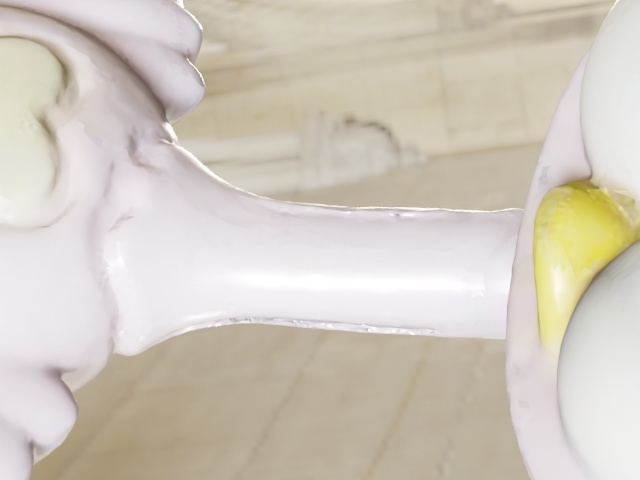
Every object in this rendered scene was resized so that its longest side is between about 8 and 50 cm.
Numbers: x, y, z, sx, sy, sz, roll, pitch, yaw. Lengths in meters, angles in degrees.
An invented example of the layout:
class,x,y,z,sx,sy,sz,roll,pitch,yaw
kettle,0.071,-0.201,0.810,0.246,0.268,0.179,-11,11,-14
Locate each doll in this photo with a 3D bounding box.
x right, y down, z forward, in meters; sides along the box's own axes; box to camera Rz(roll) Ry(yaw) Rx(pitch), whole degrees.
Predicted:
class,x,y,z,sx,sy,sz,roll,pitch,yaw
doll,0.000,0.001,0.388,0.094,0.365,0.160,72,-153,-43
